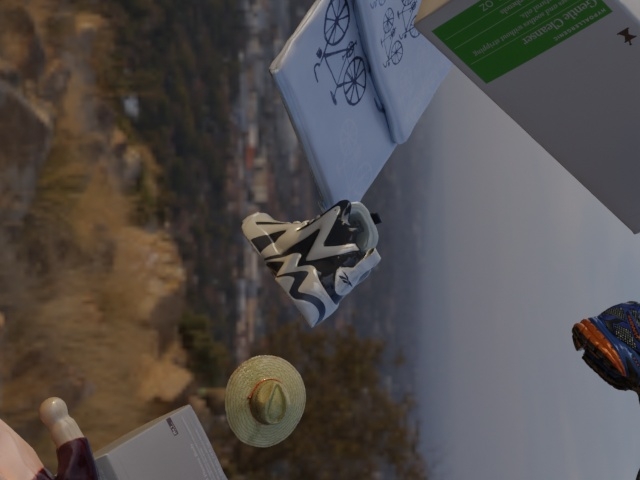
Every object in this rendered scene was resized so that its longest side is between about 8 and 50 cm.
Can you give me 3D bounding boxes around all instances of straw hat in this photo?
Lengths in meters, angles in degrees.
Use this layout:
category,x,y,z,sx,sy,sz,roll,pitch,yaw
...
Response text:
category,x,y,z,sx,sy,sz,roll,pitch,yaw
straw hat,-0.076,0.251,1.980,0.061,0.144,0.145,173,-83,-70

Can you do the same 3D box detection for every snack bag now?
category,x,y,z,sx,sy,sz,roll,pitch,yaw
snack bag,0.066,-0.222,1.607,0.343,0.037,0.323,-56,148,-26

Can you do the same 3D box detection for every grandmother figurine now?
category,x,y,z,sx,sy,sz,roll,pitch,yaw
grandmother figurine,-0.292,0.249,1.206,0.208,0.342,0.104,-53,-170,-9

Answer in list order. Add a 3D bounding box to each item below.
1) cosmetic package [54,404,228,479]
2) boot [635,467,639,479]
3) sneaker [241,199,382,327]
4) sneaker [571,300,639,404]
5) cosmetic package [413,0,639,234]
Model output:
category,x,y,z,sx,sy,sz,roll,pitch,yaw
cosmetic package,-0.226,0.305,1.611,0.127,0.107,0.238,64,19,0
boot,0.445,0.327,1.574,0.236,0.085,0.179,-23,133,-45
sneaker,0.000,0.000,1.613,0.094,0.153,0.235,58,-4,-27
sneaker,0.360,0.139,1.315,0.221,0.087,0.083,46,-11,30
cosmetic package,0.299,-0.194,1.327,0.365,0.197,0.155,39,47,-22
